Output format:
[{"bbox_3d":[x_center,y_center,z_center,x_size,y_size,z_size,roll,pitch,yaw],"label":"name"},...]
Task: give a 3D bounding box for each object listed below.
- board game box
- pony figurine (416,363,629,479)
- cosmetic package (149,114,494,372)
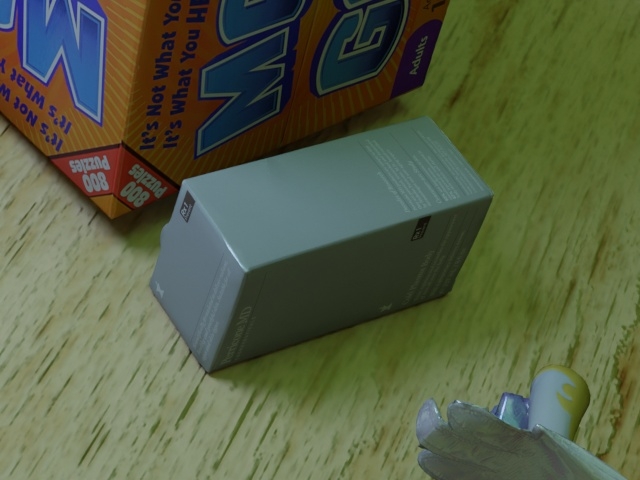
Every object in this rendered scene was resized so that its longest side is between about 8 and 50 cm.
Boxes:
[{"bbox_3d":[-0.114,-0.307,1.485,0.356,0.356,0.356,-26,56,-37],"label":"board game box"},{"bbox_3d":[0.170,0.235,1.190,0.351,0.303,0.363,29,29,-5],"label":"pony figurine"},{"bbox_3d":[0.000,0.000,1.420,0.238,0.127,0.107,-20,58,-32],"label":"cosmetic package"}]
